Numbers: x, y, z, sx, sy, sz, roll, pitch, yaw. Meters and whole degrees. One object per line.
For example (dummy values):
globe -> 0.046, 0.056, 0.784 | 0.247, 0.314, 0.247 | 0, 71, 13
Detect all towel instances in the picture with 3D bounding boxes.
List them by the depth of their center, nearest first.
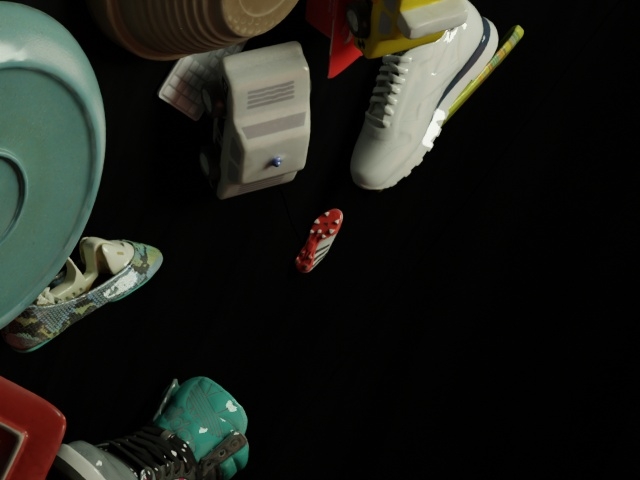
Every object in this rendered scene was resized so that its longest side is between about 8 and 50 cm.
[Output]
towel -> 0.145, -0.153, 2.081 | 0.237, 0.021, 0.102 | -47, 177, -21

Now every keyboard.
keyboard -> -0.067, -0.232, 1.682 | 0.256, 0.014, 0.072 | -58, 154, 0

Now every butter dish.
butter dish -> -0.308, 0.177, 1.589 | 0.160, 0.160, 0.118 | -63, 177, 10

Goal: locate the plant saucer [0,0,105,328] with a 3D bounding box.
plant saucer -> -0.279, -0.031, 1.412 | 0.318, 0.044, 0.317 | -36, 142, -33

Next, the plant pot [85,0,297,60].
plant pot -> -0.080, -0.248, 1.529 | 0.237, 0.110, 0.237 | -39, 146, -33

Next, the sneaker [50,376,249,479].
sneaker -> -0.163, 0.216, 1.864 | 0.178, 0.124, 0.295 | -49, 161, -7

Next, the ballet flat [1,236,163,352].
ballet flat -> -0.217, 0.034, 1.657 | 0.188, 0.070, 0.070 | -38, 147, -41

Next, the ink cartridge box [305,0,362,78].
ink cartridge box -> 0.059, -0.277, 1.764 | 0.231, 0.078, 0.134 | -43, 157, -29

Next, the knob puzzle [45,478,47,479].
knob puzzle -> -0.343, 0.295, 1.749 | 0.213, 0.030, 0.213 | -42, 150, -31

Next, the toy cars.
toy cars -> 0.018, -0.158, 1.662 | 0.394, 0.087, 0.176 | -43, 145, 24

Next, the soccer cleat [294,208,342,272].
soccer cleat -> 0.000, 0.000, 2.032 | 0.083, 0.029, 0.035 | -59, 163, 9

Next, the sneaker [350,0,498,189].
sneaker -> 0.093, -0.166, 1.971 | 0.095, 0.090, 0.235 | 32, 90, -45
